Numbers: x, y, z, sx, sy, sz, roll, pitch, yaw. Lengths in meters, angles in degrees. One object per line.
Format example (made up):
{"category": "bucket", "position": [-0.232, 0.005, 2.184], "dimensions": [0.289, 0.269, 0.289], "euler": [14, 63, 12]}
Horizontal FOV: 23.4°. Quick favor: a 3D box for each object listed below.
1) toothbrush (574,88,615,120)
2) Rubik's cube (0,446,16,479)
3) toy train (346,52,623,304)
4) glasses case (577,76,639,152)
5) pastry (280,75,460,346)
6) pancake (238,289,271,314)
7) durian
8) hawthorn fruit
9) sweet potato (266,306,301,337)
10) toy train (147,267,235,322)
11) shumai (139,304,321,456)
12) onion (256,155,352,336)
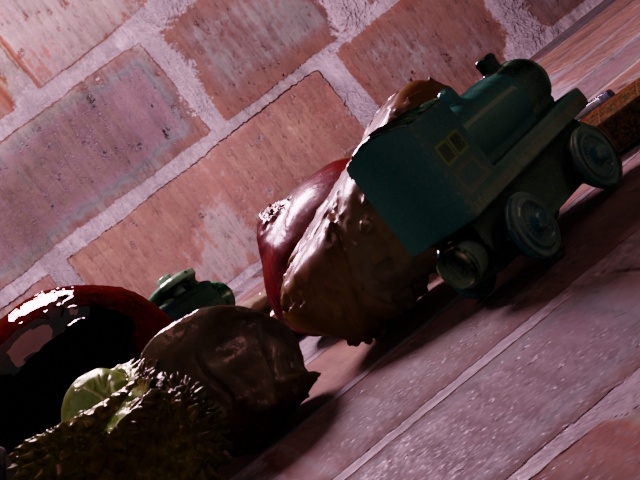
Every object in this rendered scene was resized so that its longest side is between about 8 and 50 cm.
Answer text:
{"category": "toothbrush", "position": [0.339, -0.160, 2.206], "dimensions": [0.019, 0.016, 0.219], "euler": [-29, -4, -44]}
{"category": "Rubik's cube", "position": [-0.400, 0.318, 1.443], "dimensions": [0.319, 0.319, 0.264], "euler": [-36, -23, 18]}
{"category": "toy train", "position": [0.168, -0.075, 1.485], "dimensions": [0.120, 0.194, 0.298], "euler": [-35, 4, 41]}
{"category": "glasses case", "position": [0.362, -0.152, 1.673], "dimensions": [0.218, 0.049, 0.075], "euler": [-36, 11, 18]}
{"category": "pastry", "position": [0.084, -0.019, 1.659], "dimensions": [0.311, 0.162, 0.255], "euler": [-57, 8, 20]}
{"category": "pancake", "position": [-0.126, 0.150, 2.264], "dimensions": [0.282, 0.049, 0.282], "euler": [-40, -7, -6]}
{"category": "durian", "position": [-0.182, 0.207, 1.454], "dimensions": [0.200, 0.176, 0.237], "euler": [-51, 2, -12]}
{"category": "hawthorn fruit", "position": [-0.279, 0.186, 1.810], "dimensions": [0.316, 0.316, 0.316], "euler": [-37, 4, 3]}
{"category": "sweet potato", "position": [-0.048, 0.112, 2.161], "dimensions": [0.274, 0.067, 0.067], "euler": [-40, 5, -22]}
{"category": "toy train", "position": [-0.314, 0.209, 2.457], "dimensions": [0.442, 0.179, 0.272], "euler": [-32, -9, -49]}
{"category": "shumai", "position": [-0.092, 0.166, 1.592], "dimensions": [0.201, 0.201, 0.120], "euler": [-36, 46, 16]}
{"category": "onion", "position": [0.010, 0.006, 1.971], "dimensions": [0.248, 0.161, 0.248], "euler": [-169, 90, -67]}
